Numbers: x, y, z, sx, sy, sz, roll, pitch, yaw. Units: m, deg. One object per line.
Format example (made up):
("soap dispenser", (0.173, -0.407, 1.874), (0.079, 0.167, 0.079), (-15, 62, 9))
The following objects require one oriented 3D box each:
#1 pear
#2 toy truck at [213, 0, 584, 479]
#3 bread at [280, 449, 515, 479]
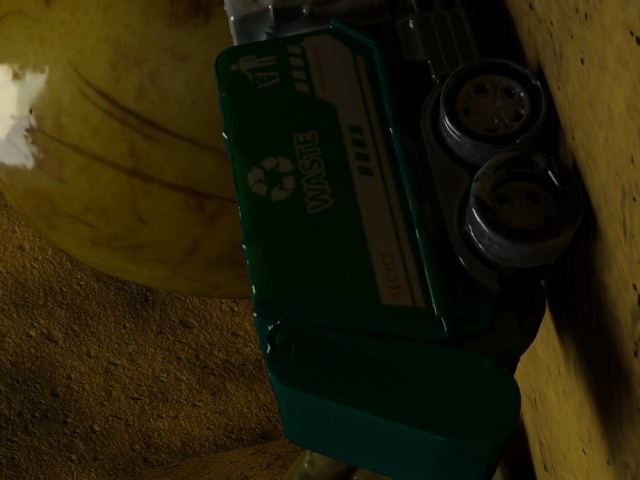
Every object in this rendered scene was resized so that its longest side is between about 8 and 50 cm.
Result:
("pear", (-0.063, -0.095, 0.630), (0.281, 0.280, 0.281), (168, 90, -90))
("toy truck", (0.025, -0.031, 0.414), (0.114, 0.124, 0.253), (85, 172, -64))
("bread", (0.047, 0.228, 0.676), (0.196, 0.239, 0.252), (37, 175, 11))
